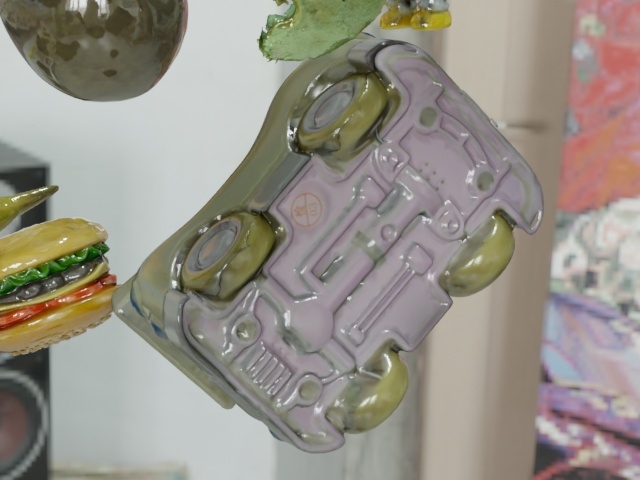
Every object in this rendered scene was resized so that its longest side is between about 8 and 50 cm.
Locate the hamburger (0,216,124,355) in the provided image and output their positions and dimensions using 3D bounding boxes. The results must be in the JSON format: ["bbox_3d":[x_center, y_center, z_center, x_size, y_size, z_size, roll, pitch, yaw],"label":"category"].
[{"bbox_3d":[-0.269,0.044,1.511,0.162,0.115,0.162,-20,1,0],"label":"hamburger"}]

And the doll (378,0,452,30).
[{"bbox_3d":[0.107,-0.376,1.623,0.103,0.316,0.145,1,7,-16],"label":"doll"}]

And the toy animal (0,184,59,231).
[{"bbox_3d":[-0.227,-0.014,0.849,0.155,0.219,0.095,-25,26,-31],"label":"toy animal"}]

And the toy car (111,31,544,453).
[{"bbox_3d":[0.000,0.000,1.413,0.336,0.242,0.226,-52,26,-12],"label":"toy car"}]

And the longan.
[{"bbox_3d":[-0.280,-0.283,1.885,0.248,0.248,0.248,2,16,0],"label":"longan"}]

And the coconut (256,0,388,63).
[{"bbox_3d":[0.007,-0.198,1.012,0.133,0.158,0.055,-24,24,-21],"label":"coconut"}]
